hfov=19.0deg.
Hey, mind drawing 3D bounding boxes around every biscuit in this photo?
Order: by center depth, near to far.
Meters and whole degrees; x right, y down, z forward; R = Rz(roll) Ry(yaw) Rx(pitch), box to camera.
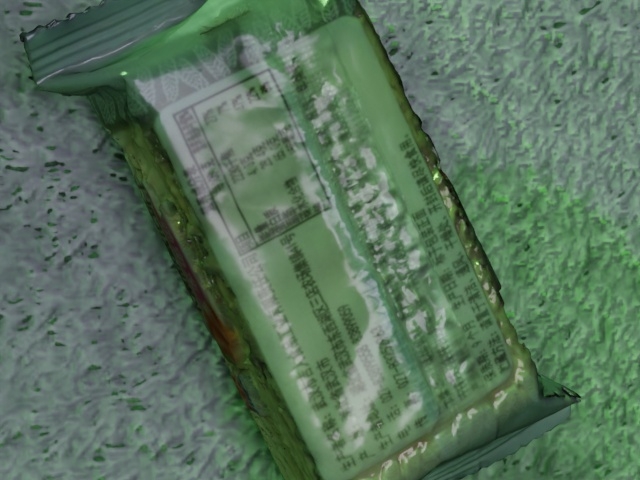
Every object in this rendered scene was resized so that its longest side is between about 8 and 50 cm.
[{"bbox_3d":[0.004,-0.003,0.928,0.186,0.079,0.309,-32,101,-21],"label":"biscuit"}]
